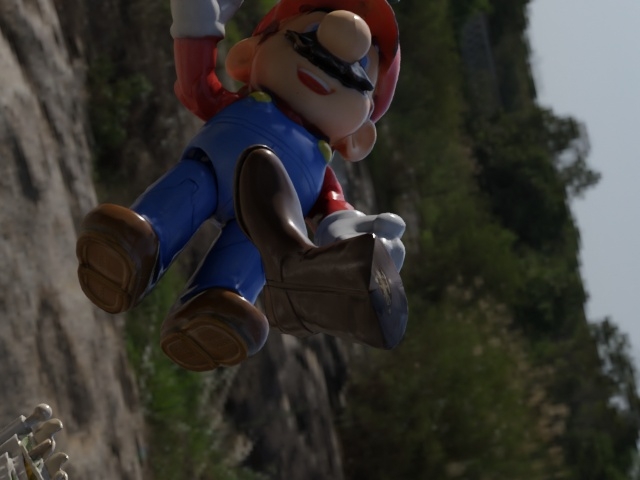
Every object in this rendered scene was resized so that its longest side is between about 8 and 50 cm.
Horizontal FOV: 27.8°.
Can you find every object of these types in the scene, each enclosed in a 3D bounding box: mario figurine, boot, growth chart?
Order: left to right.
[{"bbox_3d":[-0.275,0.238,1.062,0.021,0.172,0.237,57,4,-32],"label":"growth chart"},{"bbox_3d":[-0.029,-0.080,0.866,0.198,0.170,0.321,61,43,-35],"label":"mario figurine"},{"bbox_3d":[0.000,0.000,0.636,0.114,0.037,0.106,-3,-77,64],"label":"boot"}]

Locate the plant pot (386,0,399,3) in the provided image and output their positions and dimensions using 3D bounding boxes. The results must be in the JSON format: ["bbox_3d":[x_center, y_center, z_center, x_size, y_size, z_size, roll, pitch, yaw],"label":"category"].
[{"bbox_3d":[-0.060,-0.388,1.287,0.341,0.334,0.341,9,90,-88],"label":"plant pot"}]
